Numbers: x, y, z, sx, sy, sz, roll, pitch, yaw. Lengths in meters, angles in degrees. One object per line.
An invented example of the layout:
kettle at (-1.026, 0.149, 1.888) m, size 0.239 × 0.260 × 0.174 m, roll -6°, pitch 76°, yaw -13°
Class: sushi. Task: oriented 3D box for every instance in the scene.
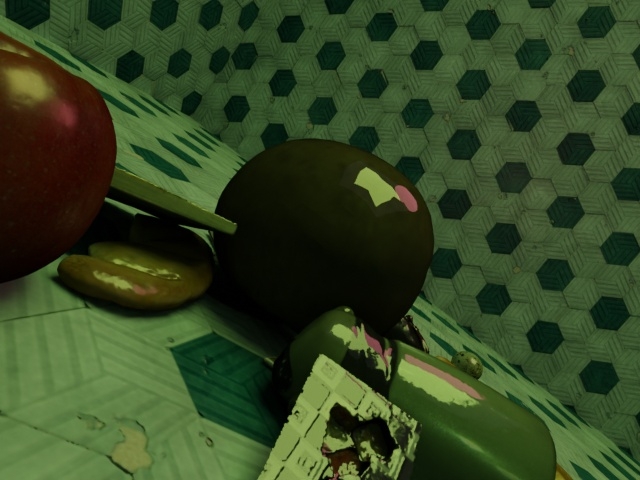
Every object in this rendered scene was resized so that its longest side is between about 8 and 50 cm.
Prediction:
sushi at (0.014, 0.220, 0.418) m, size 0.139 × 0.031 × 0.201 m, roll 36°, pitch 38°, yaw 0°

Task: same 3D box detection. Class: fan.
fan at (-0.149, 0.070, 0.840) m, size 0.223 × 0.012 × 0.294 m, roll 35°, pitch 9°, yaw -7°

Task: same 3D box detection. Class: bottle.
bottle at (0.104, 0.215, 0.566) m, size 0.347 × 0.168 × 0.168 m, roll 31°, pitch 8°, yaw -3°

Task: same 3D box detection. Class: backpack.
backpack at (0.140, 0.200, 0.866) m, size 0.165 × 0.106 × 0.120 m, roll 100°, pitch -32°, yaw -81°

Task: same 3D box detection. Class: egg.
egg at (0.428, 0.370, 1.326) m, size 0.085 × 0.085 × 0.110 m, roll 35°, pitch -5°, yaw -13°

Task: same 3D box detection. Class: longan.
longan at (0.000, 0.000, 0.747) m, size 0.361 × 0.361 × 0.361 m, roll 36°, pitch 8°, yaw -6°

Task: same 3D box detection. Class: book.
book at (-0.263, -0.060, 0.657) m, size 0.215 × 0.025 × 0.283 m, roll 26°, pitch -10°, yaw -32°

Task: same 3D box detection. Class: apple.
apple at (-0.296, -0.074, 0.380) m, size 0.218 × 0.201 × 0.218 m, roll 29°, pitch 10°, yaw -6°

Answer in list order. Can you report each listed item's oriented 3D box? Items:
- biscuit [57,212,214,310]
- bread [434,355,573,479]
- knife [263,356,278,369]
biscuit at (-0.223, 0.028, 0.622) m, size 0.154 × 0.045 × 0.299 m, roll 29°, pitch 11°, yaw -11°
bread at (0.270, 0.327, 0.742) m, size 0.173 × 0.121 × 0.311 m, roll 37°, pitch 6°, yaw -38°
knife at (0.028, 0.229, 0.637) m, size 0.256 × 0.022 × 0.046 m, roll 35°, pitch 12°, yaw -9°
